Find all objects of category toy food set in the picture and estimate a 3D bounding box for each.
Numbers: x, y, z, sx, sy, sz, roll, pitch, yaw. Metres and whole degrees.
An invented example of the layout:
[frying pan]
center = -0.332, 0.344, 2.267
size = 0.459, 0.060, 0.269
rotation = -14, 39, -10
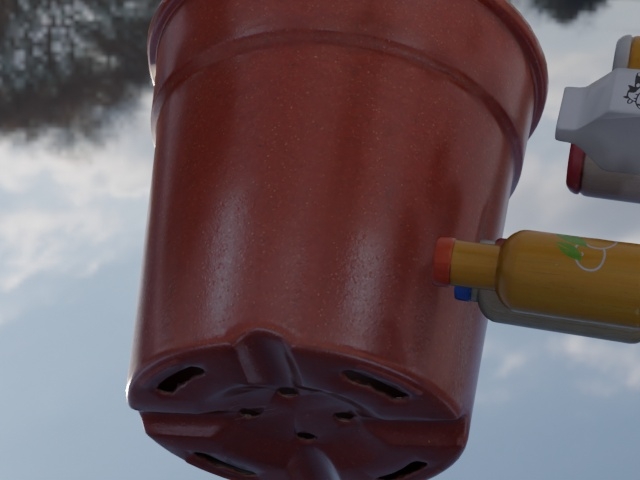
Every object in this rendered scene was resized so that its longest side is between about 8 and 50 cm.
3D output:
[toy food set]
center = 0.130, -0.024, 0.766
size = 0.104, 0.111, 0.232
rotation = 8, -137, 12

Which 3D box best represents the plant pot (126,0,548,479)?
[plant pot]
center = 0.000, 0.000, 0.904
size = 0.272, 0.272, 0.265
rotation = 4, -123, 7
